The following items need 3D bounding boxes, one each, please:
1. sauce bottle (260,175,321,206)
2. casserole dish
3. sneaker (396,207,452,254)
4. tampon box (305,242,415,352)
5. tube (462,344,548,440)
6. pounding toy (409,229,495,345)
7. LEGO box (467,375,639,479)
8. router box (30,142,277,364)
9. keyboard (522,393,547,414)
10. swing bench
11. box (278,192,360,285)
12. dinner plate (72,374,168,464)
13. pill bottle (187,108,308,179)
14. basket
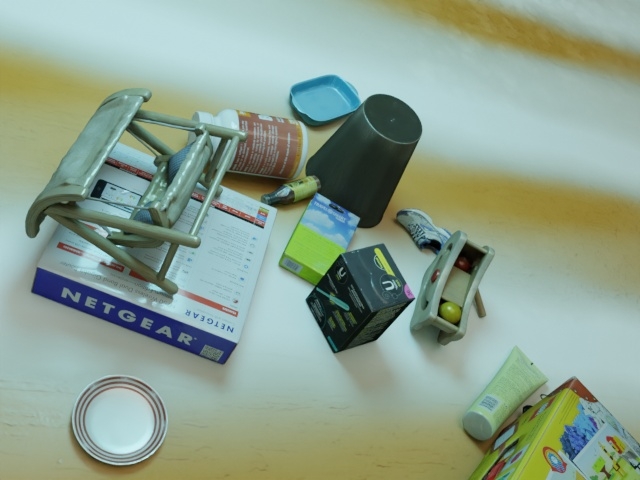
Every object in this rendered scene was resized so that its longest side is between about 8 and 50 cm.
[{"bbox_3d":[-0.059,-0.095,1.531,0.128,0.042,0.042,-22,68,-34],"label":"sauce bottle"},{"bbox_3d":[0.007,-0.310,1.733,0.188,0.037,0.114,-26,70,-39],"label":"casserole dish"},{"bbox_3d":[0.215,-0.016,1.613,0.135,0.052,0.058,32,52,-3],"label":"sneaker"},{"bbox_3d":[0.068,0.103,1.370,0.101,0.161,0.120,-13,63,-34],"label":"tampon box"},{"bbox_3d":[0.349,0.287,1.456,0.240,0.062,0.070,-32,116,-45],"label":"tube"},{"bbox_3d":[0.289,0.090,1.501,0.154,0.154,0.270,28,48,-6],"label":"pounding toy"},{"bbox_3d":[0.386,0.476,1.140,0.372,0.193,0.500,48,30,11],"label":"LEGO box"},{"bbox_3d":[-0.268,0.012,1.315,0.335,0.082,0.301,23,49,-11],"label":"router box"},{"bbox_3d":[0.464,0.357,1.484,0.192,0.038,0.100,16,73,-18],"label":"keyboard"},{"bbox_3d":[-0.285,-0.093,1.217,0.254,0.165,0.253,24,49,-9],"label":"swing bench"},{"bbox_3d":[0.000,0.000,1.491,0.109,0.042,0.178,30,47,-5],"label":"box"},{"bbox_3d":[-0.298,0.267,1.152,0.141,0.017,0.141,14,52,-18],"label":"dinner plate"},{"bbox_3d":[-0.142,-0.189,1.505,0.216,0.121,0.121,6,54,-24],"label":"pill bottle"},{"bbox_3d":[0.095,-0.167,1.543,0.154,0.227,0.204,-29,73,-39],"label":"basket"}]
